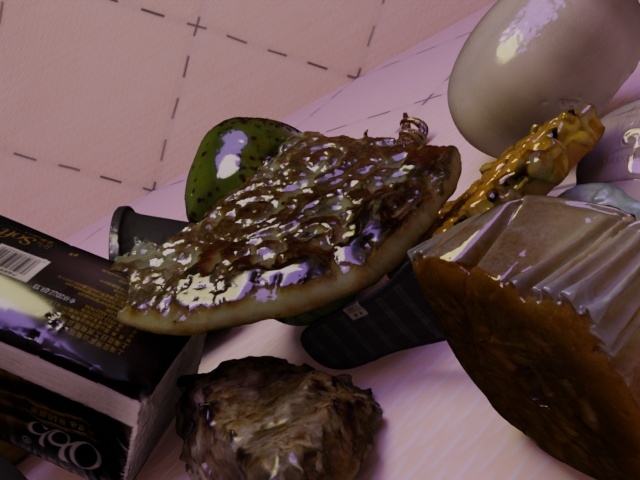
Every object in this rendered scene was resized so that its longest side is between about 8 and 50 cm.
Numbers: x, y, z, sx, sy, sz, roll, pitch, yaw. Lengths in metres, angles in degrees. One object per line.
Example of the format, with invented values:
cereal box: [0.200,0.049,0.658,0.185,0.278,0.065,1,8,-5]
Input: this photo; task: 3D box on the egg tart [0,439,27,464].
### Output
egg tart: [-0.541,0.297,0.990,0.288,0.118,0.288,-26,22,11]

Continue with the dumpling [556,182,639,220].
dumpling: [0.245,0.026,0.602,0.149,0.104,0.217,-40,20,-24]

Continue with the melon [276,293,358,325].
melon: [0.000,0.000,0.885,0.182,0.182,0.287,-13,26,38]

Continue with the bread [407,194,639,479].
bread: [0.175,0.076,0.432,0.110,0.209,0.192,-40,21,-15]

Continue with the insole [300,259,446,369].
insole: [0.090,0.069,0.609,0.309,0.110,0.012,-29,23,39]

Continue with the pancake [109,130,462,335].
pancake: [-0.043,-0.011,0.741,0.427,0.066,0.305,-38,41,-22]

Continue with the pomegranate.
pomegranate: [-0.137,-0.074,1.198,0.285,0.285,0.340,-43,-2,-33]

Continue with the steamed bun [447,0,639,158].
steamed bun: [0.332,-0.282,0.957,0.324,0.206,0.324,-51,5,6]

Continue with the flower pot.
flower pot: [-0.230,0.064,1.001,0.166,0.268,0.269,-10,19,-5]

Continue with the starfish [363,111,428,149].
starfish: [0.168,-0.229,1.368,0.146,0.074,0.190,-19,22,22]

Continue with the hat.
hat: [0.346,-0.084,0.695,0.226,0.164,0.220,-16,9,-33]

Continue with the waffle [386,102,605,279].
waffle: [0.203,-0.044,0.762,0.329,0.062,0.329,-44,-2,-1]

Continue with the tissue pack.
tissue pack: [-0.349,0.119,0.767,0.370,0.198,0.210,23,36,6]

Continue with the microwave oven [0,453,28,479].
microwave oven: [-0.560,0.337,0.565,0.432,0.374,0.236,-38,22,-11]

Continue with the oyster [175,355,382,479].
oyster: [-0.046,0.182,0.627,0.204,0.110,0.396,-33,16,-20]
